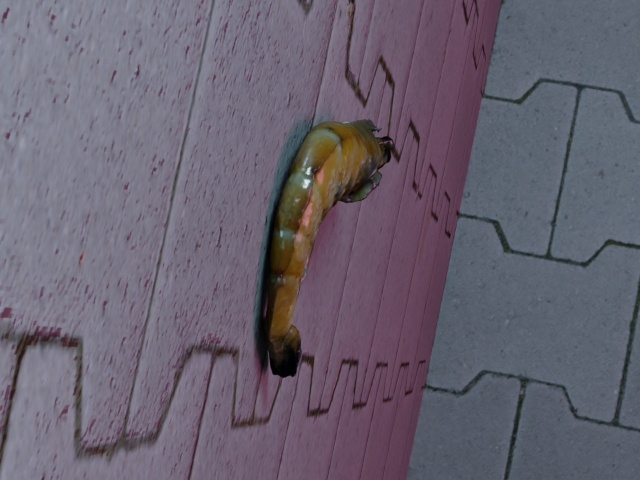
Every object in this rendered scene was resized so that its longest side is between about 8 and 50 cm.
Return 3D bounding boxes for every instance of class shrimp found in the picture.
[{"bbox_3d":[0.000,0.000,1.157,0.262,0.051,0.198,-38,145,-73],"label":"shrimp"}]
